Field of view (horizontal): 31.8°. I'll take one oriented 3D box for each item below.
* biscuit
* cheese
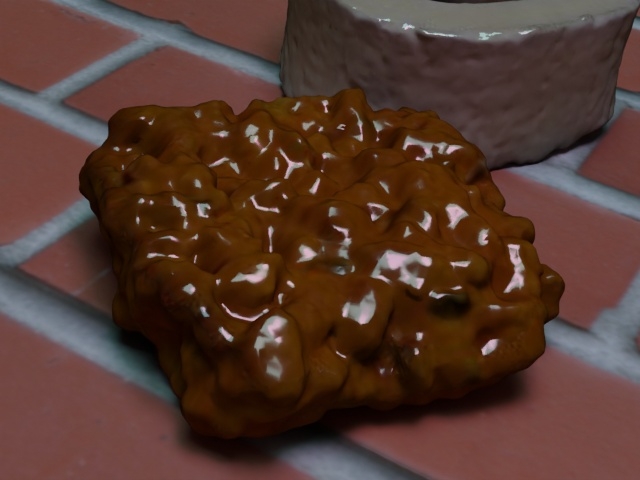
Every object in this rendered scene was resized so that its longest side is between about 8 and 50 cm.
[{"bbox_3d":[0.000,0.000,0.820,0.312,0.110,0.318,-8,38,-23],"label":"biscuit"},{"bbox_3d":[0.133,-0.209,1.100,0.332,0.153,0.292,-6,37,-20],"label":"cheese"}]
